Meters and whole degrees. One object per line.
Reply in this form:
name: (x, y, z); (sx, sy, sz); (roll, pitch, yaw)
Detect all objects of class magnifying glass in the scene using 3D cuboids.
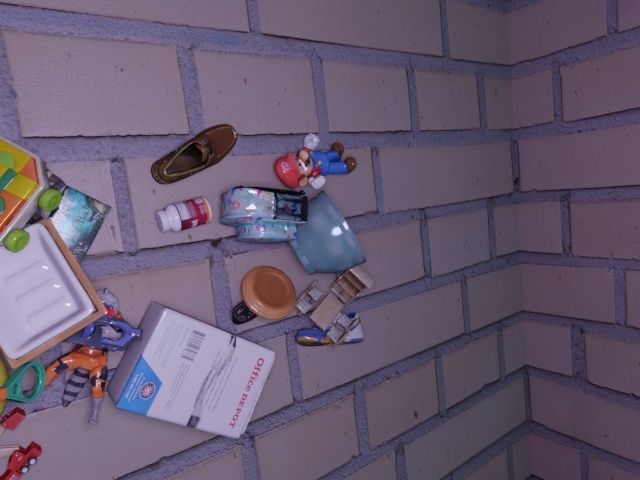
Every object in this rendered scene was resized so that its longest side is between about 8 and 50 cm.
magnifying glass: (-0.681, 0.330, 0.991); (0.026, 0.231, 0.092); (-2, 88, 0)

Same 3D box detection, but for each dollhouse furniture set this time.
dollhouse furniture set: (0.061, 0.214, 1.617); (0.212, 0.161, 0.242); (44, 48, 2)

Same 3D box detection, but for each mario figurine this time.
mario figurine: (-0.015, -0.281, 1.581); (0.321, 0.198, 0.169); (-20, 116, -37)

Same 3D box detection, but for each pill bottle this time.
pill bottle: (-0.415, -0.076, 1.367); (0.152, 0.086, 0.085); (-20, 103, -32)

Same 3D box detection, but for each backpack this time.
backpack: (-0.193, -0.085, 1.441); (0.254, 0.225, 0.190); (11, 81, -31)

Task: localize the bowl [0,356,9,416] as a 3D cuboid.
bowl: (-0.827, 0.353, 1.033); (0.156, 0.290, 0.289); (55, 51, -74)

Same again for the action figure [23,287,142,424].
action figure: (-0.662, 0.276, 1.202); (0.342, 0.178, 0.329); (21, 71, -4)

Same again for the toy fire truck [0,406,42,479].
toy fire truck: (-0.798, 0.542, 1.146); (0.135, 0.047, 0.192); (49, 66, -26)

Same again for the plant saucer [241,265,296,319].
plant saucer: (-0.167, 0.170, 1.520); (0.200, 0.037, 0.199); (18, 50, -23)

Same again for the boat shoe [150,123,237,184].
boat shoe: (-0.365, -0.264, 1.382); (0.307, 0.105, 0.110); (-43, 115, -26)

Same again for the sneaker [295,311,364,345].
sneaker: (0.029, 0.329, 1.701); (0.297, 0.112, 0.130); (6, 71, -36)

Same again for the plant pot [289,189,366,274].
plant pot: (0.000, 0.000, 1.568); (0.196, 0.293, 0.292); (-31, 111, -2)

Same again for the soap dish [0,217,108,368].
soap dish: (-0.686, 0.123, 1.088); (0.229, 0.118, 0.290); (-33, 81, -16)

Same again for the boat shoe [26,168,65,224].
boat shoe: (-0.738, -0.079, 1.144); (0.073, 0.080, 0.223); (36, 67, -25)

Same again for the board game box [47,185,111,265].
board game box: (-0.672, -0.038, 1.223); (0.126, 0.026, 0.186); (31, 75, -32)

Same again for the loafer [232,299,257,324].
loafer: (-0.220, 0.218, 1.532); (0.220, 0.078, 0.080); (-23, 73, -43)

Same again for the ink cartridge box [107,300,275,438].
ink cartridge box: (-0.377, 0.394, 1.362); (0.395, 0.166, 0.285); (32, 75, -31)

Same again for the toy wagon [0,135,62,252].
toy wagon: (-0.791, -0.074, 1.033); (0.268, 0.068, 0.344); (28, 72, 1)
